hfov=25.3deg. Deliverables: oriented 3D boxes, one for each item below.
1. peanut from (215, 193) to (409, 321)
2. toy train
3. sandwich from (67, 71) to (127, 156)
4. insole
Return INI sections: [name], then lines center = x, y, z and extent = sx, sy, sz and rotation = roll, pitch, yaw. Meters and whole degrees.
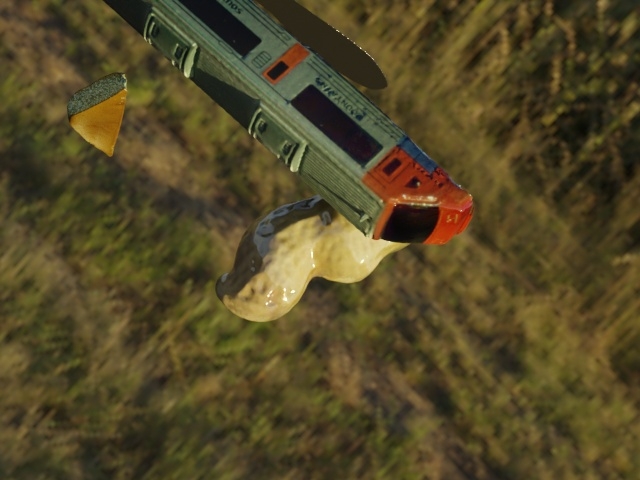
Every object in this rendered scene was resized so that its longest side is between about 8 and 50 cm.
[peanut]
center = 0.000, 0.000, 1.378
extent = 0.104, 0.228, 0.085
rotation = 62, -10, 15
[toy train]
center = -0.038, -0.132, 1.298
extent = 0.409, 0.089, 0.086
rotation = 43, -23, 10
[sandwich]
center = -0.179, -0.102, 1.131
extent = 0.044, 0.083, 0.031
rotation = 7, 47, -17
[insole]
center = -0.019, -0.227, 1.472
extent = 0.253, 0.005, 0.086
rotation = 35, -18, -33
